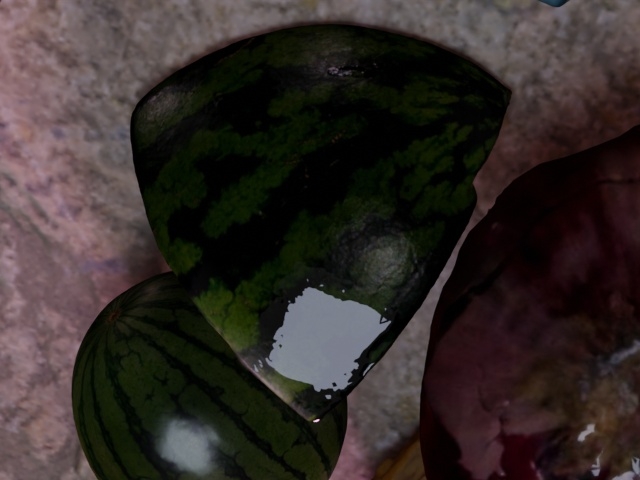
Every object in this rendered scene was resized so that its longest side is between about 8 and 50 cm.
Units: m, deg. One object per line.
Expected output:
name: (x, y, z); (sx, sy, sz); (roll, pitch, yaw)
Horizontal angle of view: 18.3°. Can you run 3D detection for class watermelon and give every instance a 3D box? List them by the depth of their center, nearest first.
watermelon: (-0.004, -0.010, 0.965); (0.193, 0.145, 0.137); (-3, 126, 10)
watermelon: (-0.047, 0.099, 1.045); (0.140, 0.141, 0.187); (-28, 121, 23)

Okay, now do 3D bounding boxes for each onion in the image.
onion: (0.165, 0.074, 0.921); (0.252, 0.219, 0.252); (-2, 80, 11)

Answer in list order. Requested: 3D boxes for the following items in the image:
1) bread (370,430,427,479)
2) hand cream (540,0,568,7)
bread: (0.150, 0.210, 1.100); (0.274, 0.114, 0.185); (41, 115, -18)
hand cream: (0.042, -0.173, 0.919); (0.224, 0.048, 0.083); (30, 121, -3)
